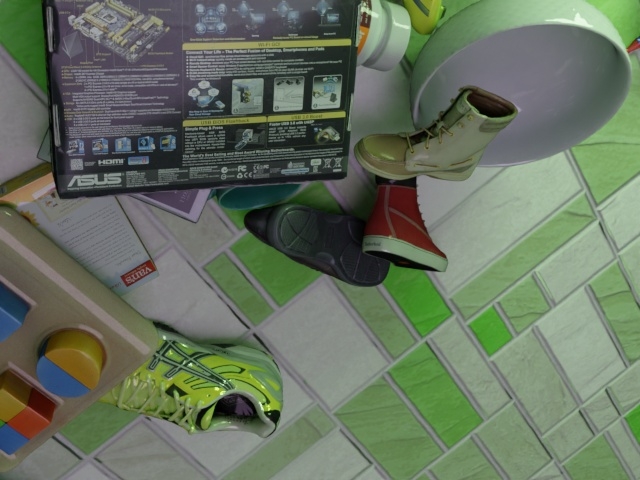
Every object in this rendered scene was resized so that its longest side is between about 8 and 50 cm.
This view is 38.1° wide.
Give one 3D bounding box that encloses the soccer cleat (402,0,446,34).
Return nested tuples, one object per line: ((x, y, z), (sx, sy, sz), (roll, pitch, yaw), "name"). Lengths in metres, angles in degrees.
((0.121, -0.438, 1.341), (0.121, 0.093, 0.289), (-12, 120, -8), "soccer cleat")

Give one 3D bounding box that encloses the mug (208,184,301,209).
((-0.112, -0.114, 1.380), (0.158, 0.097, 0.129), (-1, 159, -43), "mug")

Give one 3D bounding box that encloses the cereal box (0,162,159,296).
((-0.368, -0.003, 1.377), (0.173, 0.047, 0.240), (-28, 125, -8), "cereal box")

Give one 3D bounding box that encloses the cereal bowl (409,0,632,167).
((0.299, -0.265, 1.444), (0.339, 0.141, 0.339), (-5, 147, -3), "cereal bowl")

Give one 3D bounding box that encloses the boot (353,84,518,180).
((0.171, -0.162, 1.383), (0.213, 0.077, 0.165), (3, 148, -24), "boot")

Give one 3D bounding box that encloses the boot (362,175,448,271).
((0.159, -0.043, 1.580), (0.244, 0.089, 0.176), (24, 71, -56), "boot")

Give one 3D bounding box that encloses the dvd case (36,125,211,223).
((-0.249, -0.150, 1.296), (0.239, 0.029, 0.179), (23, 94, -12), "dvd case")

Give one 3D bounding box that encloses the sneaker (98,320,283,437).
((-0.235, 0.231, 1.498), (0.385, 0.147, 0.145), (8, 115, -18), "sneaker")

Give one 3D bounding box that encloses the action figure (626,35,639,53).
((0.551, -0.389, 1.560), (0.139, 0.091, 0.280), (-37, 125, -10), "action figure")

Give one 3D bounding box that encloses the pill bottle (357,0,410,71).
((0.012, -0.316, 1.332), (0.221, 0.121, 0.121), (9, 113, -28), "pill bottle")

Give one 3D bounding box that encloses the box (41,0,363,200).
((-0.149, -0.222, 1.187), (0.395, 0.097, 0.318), (-6, 119, -18), "box")

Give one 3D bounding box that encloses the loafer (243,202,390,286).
((0.000, 0.000, 1.532), (0.303, 0.095, 0.109), (23, 81, -47), "loafer")

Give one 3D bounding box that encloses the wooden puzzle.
((-0.464, 0.167, 1.348), (0.348, 0.080, 0.322), (-40, 115, 11), "wooden puzzle")
